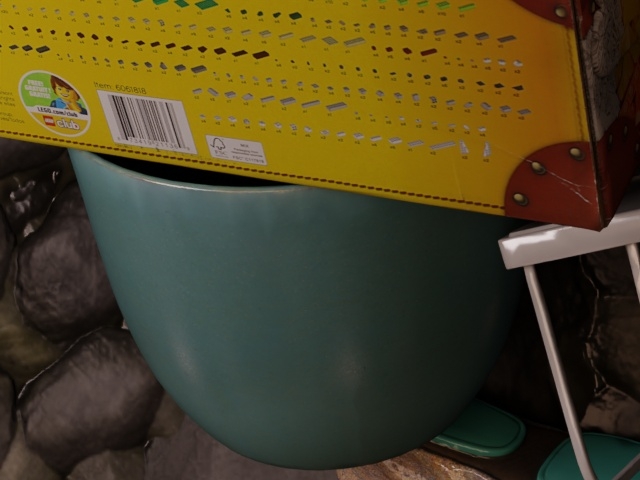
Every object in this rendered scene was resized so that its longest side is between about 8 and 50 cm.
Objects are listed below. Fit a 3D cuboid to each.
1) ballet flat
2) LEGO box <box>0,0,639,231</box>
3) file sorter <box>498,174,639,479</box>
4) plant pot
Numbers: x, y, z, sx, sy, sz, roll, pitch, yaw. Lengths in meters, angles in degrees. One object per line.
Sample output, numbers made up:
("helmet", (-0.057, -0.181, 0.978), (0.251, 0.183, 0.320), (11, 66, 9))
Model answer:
("ballet flat", (0.142, 0.173, 1.280), (0.316, 0.107, 0.106), (21, 124, 30))
("LEGO box", (-0.013, -0.226, 1.120), (0.500, 0.372, 0.193), (9, 136, 26))
("file sorter", (0.282, 0.034, 1.125), (0.277, 0.193, 0.173), (-13, 94, 29))
("plant pot", (0.000, 0.000, 1.222), (0.293, 0.293, 0.235), (9, 123, 26))
